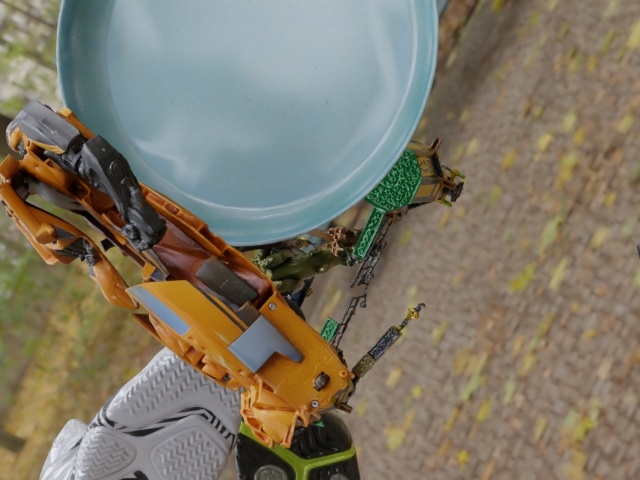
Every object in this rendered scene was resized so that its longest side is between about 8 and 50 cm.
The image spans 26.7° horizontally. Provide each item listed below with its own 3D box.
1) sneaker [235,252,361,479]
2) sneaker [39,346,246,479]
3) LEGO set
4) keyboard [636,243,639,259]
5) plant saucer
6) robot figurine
[{"bbox_3d":[-0.043,0.180,1.555,0.147,0.145,0.384,-85,-20,-67],"label":"sneaker"},{"bbox_3d":[-0.204,0.223,1.412,0.365,0.137,0.210,-57,17,14],"label":"sneaker"},{"bbox_3d":[0.000,0.000,1.304,0.192,0.255,0.331,-8,-63,-64],"label":"LEGO set"},{"bbox_3d":[0.378,-0.004,1.244,0.180,0.023,0.108,-22,69,35],"label":"keyboard"},{"bbox_3d":[-0.057,-0.154,1.059,0.317,0.318,0.044,-62,-16,10],"label":"plant saucer"},{"bbox_3d":[-0.111,0.022,0.925,0.085,0.291,0.211,-49,-2,-12],"label":"robot figurine"}]
